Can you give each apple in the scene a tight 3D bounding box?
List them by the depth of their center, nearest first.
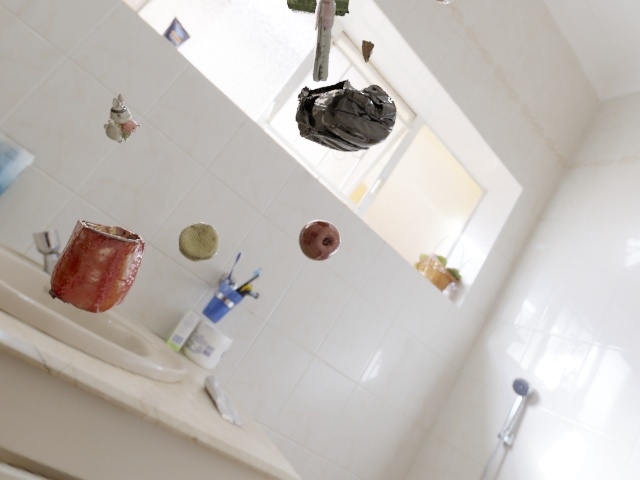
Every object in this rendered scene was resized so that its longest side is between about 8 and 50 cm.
[{"bbox_3d":[0.000,0.000,1.536,0.153,0.153,0.120,39,-8,-20],"label":"apple"}]

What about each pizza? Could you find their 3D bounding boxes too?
[{"bbox_3d":[0.183,-0.705,1.573,0.078,0.025,0.083,14,-65,57],"label":"pizza"}]

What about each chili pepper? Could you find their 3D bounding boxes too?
[{"bbox_3d":[-0.760,0.067,1.477,0.252,0.305,0.229,30,14,1],"label":"chili pepper"}]

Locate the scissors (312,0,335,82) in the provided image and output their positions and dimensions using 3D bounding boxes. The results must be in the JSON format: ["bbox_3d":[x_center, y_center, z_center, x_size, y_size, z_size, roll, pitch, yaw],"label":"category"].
[{"bbox_3d":[0.007,-0.395,0.744,0.031,0.241,0.118,4,-3,-12],"label":"scissors"}]

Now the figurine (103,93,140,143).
[{"bbox_3d":[-0.612,-0.379,1.331,0.098,0.081,0.146,21,-44,-29],"label":"figurine"}]

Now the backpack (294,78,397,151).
[{"bbox_3d":[0.106,-0.481,1.650,0.364,0.254,0.446,11,8,-27],"label":"backpack"}]

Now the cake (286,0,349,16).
[{"bbox_3d":[-0.006,-0.894,1.584,0.236,0.100,0.099,6,19,-3],"label":"cake"}]

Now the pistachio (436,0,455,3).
[{"bbox_3d":[0.340,-0.804,1.227,0.300,0.187,0.188,0,12,-43],"label":"pistachio"}]

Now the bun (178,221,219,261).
[{"bbox_3d":[-0.250,0.005,0.878,0.086,0.086,0.055,34,-21,-2],"label":"bun"}]
